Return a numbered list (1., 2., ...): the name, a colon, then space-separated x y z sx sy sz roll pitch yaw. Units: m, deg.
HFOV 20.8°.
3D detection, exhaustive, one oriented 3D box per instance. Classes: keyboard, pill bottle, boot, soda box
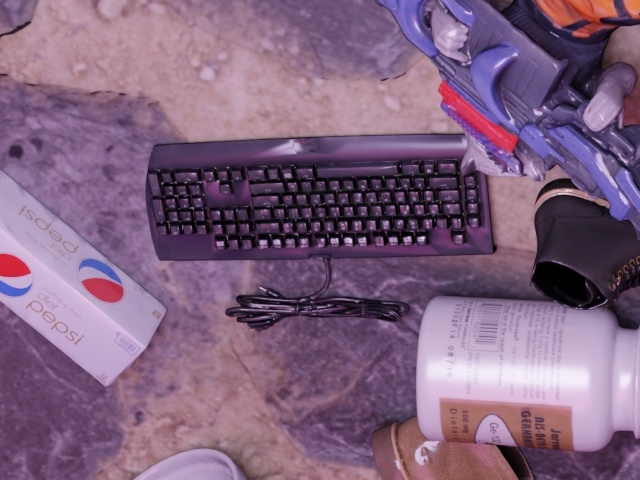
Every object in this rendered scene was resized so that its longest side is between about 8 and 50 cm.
1. keyboard: 0.000 0.000 1.573 0.317 0.033 0.201 -1 120 16
2. pill bottle: 0.206 0.118 1.528 0.229 0.131 0.131 2 120 13
3. boot: 0.169 0.290 1.661 0.115 0.112 0.305 -25 109 15
4. boot: 0.267 0.030 1.457 0.198 0.137 0.077 15 123 5
5. soda box: -0.252 0.034 1.632 0.216 0.074 0.069 41 121 -10

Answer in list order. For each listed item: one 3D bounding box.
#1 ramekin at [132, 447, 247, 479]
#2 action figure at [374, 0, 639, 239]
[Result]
1. ramekin: -0.133 0.315 1.696 0.207 0.207 0.109 -24 120 26
2. action figure: 0.230 -0.149 1.346 0.341 0.178 0.330 50 128 13
